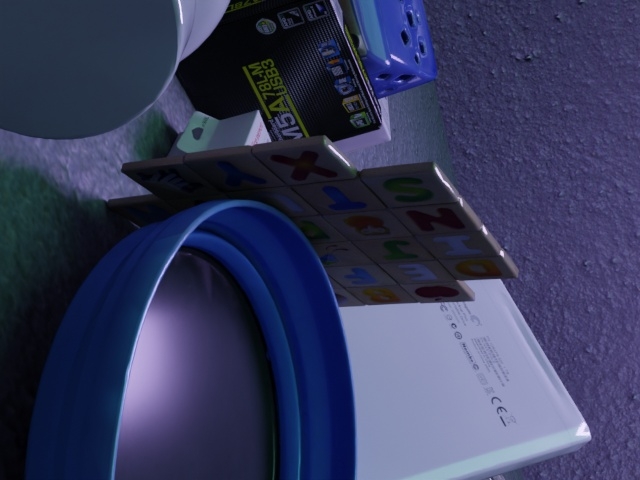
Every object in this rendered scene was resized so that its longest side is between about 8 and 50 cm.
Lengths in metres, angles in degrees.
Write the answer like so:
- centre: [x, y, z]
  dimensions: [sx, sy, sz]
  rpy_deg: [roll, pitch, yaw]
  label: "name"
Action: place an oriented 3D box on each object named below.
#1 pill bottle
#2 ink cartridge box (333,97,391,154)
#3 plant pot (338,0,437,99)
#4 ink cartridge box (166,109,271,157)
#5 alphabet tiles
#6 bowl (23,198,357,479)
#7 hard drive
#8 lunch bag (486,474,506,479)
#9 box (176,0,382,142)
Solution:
- centre: [-0.149, -0.239, 0.675]
  dimensions: [0.363, 0.210, 0.210]
  rpy_deg: [-86, 157, -50]
  label: "pill bottle"
- centre: [0.025, -0.302, 1.551]
  dimensions: [0.197, 0.114, 0.273]
  rpy_deg: [59, 21, -46]
  label: "ink cartridge box"
- centre: [-0.009, -0.282, 1.205]
  dimensions: [0.212, 0.236, 0.236]
  rpy_deg: [-20, 96, -69]
  label: "plant pot"
- centre: [-0.089, -0.054, 0.959]
  dimensions: [0.092, 0.090, 0.143]
  rpy_deg: [-80, 153, -57]
  label: "ink cartridge box"
- centre: [0.000, 0.000, 0.829]
  dimensions: [0.342, 0.285, 0.011]
  rpy_deg: [40, 51, -56]
  label: "alphabet tiles"
- centre: [-0.074, 0.166, 0.714]
  dimensions: [0.391, 0.077, 0.391]
  rpy_deg: [-4, 90, -68]
  label: "bowl"
- centre: [0.104, 0.152, 1.038]
  dimensions: [0.353, 0.047, 0.233]
  rpy_deg: [-5, 56, -36]
  label: "hard drive"
- centre: [0.111, 0.388, 1.069]
  dimensions: [0.256, 0.212, 0.305]
  rpy_deg: [33, 46, -62]
  label: "lunch bag"
- centre: [-0.048, -0.174, 1.038]
  dimensions: [0.045, 0.184, 0.191]
  rpy_deg: [-92, 162, -45]
  label: "box"
